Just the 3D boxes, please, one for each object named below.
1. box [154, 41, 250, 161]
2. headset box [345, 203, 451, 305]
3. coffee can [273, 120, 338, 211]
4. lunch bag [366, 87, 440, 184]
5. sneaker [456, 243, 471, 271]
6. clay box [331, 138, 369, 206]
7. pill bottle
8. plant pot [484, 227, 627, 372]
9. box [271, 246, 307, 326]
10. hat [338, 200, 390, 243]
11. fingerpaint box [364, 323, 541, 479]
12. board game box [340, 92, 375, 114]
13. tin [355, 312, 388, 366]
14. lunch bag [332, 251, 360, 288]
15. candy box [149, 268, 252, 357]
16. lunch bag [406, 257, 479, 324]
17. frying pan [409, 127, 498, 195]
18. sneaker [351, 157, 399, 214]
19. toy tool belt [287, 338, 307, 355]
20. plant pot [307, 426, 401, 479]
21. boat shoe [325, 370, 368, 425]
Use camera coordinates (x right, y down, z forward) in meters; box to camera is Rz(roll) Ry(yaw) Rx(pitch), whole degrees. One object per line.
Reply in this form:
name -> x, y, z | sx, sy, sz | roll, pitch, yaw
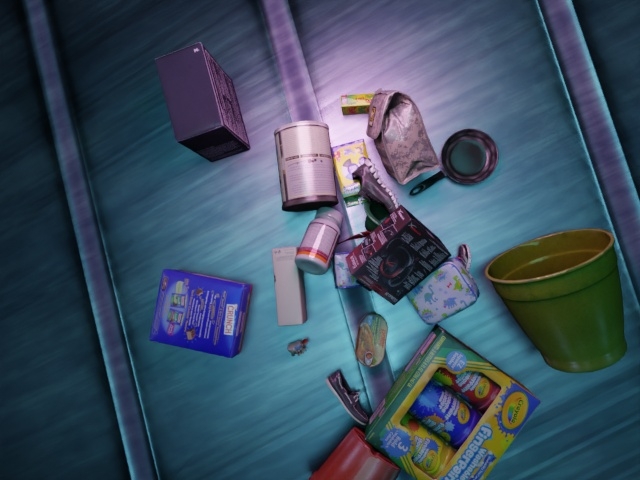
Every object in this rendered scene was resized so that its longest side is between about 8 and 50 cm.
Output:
box -> -0.407, -0.472, 1.485 | 0.182, 0.294, 0.297 | -17, 85, 6
headset box -> 0.243, 0.063, 1.388 | 0.218, 0.110, 0.293 | 35, 110, -26
coffee can -> -0.051, -0.253, 1.476 | 0.201, 0.201, 0.276 | -7, 86, 7
lunch bag -> 0.248, -0.355, 1.381 | 0.168, 0.235, 0.287 | -25, 109, 5
sneaker -> 0.476, 0.094, 1.463 | 0.074, 0.063, 0.171 | 8, 93, 1
clay box -> 0.124, -0.245, 1.528 | 0.127, 0.053, 0.222 | -15, 85, 5
pill bottle -> 0.000, 0.000, 1.465 | 0.121, 0.121, 0.221 | 17, 62, 8
plant pot -> 0.759, 0.199, 1.306 | 0.366, 0.366, 0.353 | -24, 97, 5
box -> -0.110, 0.163, 1.511 | 0.094, 0.113, 0.276 | -5, 86, 7
hat -> 0.194, -0.031, 1.514 | 0.208, 0.173, 0.184 | 28, 127, 3
fingerpaint box -> 0.423, 0.577, 1.397 | 0.371, 0.163, 0.445 | 36, 92, 8
board game box -> 0.167, -0.494, 1.515 | 0.181, 0.092, 0.043 | -2, 88, 7
tin -> 0.184, 0.355, 1.502 | 0.106, 0.040, 0.190 | 8, 89, 11
lunch bag -> 0.123, 0.104, 1.497 | 0.151, 0.096, 0.129 | -4, 84, -7
candy box -> -0.434, 0.263, 1.541 | 0.316, 0.122, 0.269 | 11, 88, 9
lunch bag -> 0.410, 0.169, 1.421 | 0.219, 0.090, 0.176 | -38, 83, 31
frying pan -> 0.487, -0.242, 1.484 | 0.197, 0.053, 0.326 | 35, 94, 7
sneaker -> 0.187, -0.164, 1.456 | 0.106, 0.078, 0.235 | -31, 83, -1
toy tool belt -> -0.077, 0.394, 1.532 | 0.083, 0.052, 0.051 | -22, 116, 9
plant pot -> 0.114, 0.797, 1.391 | 0.272, 0.272, 0.265 | 36, 84, 7
boat shoe -> 0.106, 0.557, 1.484 | 0.065, 0.075, 0.206 | -43, 77, 3
